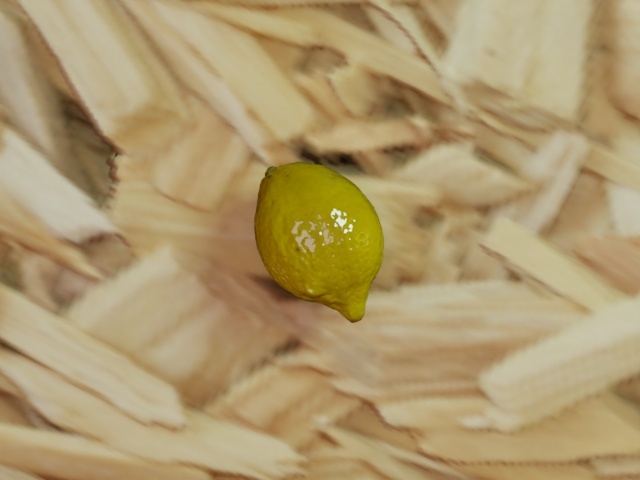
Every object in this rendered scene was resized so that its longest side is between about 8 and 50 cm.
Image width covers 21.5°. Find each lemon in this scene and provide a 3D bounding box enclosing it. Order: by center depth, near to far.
[{"bbox_3d":[0.000,0.000,0.875,0.065,0.065,0.092,-30,88,7],"label":"lemon"}]
